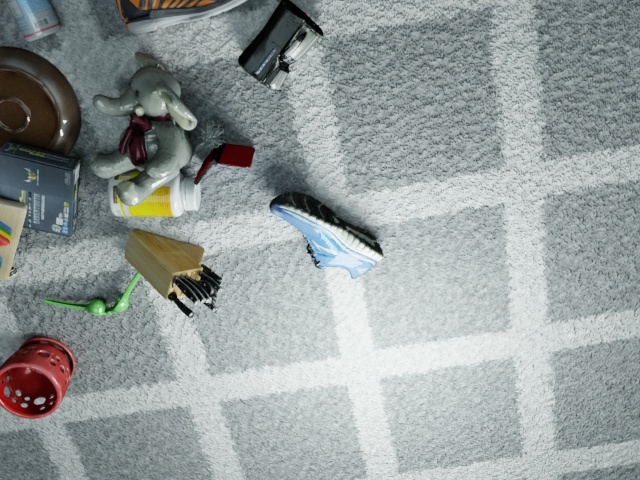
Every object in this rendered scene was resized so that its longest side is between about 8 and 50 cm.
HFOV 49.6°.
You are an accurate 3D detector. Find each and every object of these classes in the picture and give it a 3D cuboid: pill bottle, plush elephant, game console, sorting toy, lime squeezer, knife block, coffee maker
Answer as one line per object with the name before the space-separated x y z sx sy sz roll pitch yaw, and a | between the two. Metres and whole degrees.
pill bottle | -0.656 -0.536 1.552 0.087 0.087 0.160 -15 115 8
plush elephant | -0.397 -0.277 1.591 0.330 0.272 0.255 -27 127 -14
game console | -0.234 -0.184 1.698 0.085 0.144 0.124 36 111 -16
sorting toy | -0.891 0.004 1.717 0.255 0.089 0.257 13 126 -25
lime squeezer | -0.605 0.165 1.914 0.310 0.059 0.110 -17 134 10
pill bottle | -0.416 -0.118 1.746 0.215 0.117 0.117 1 117 0
knife block | -0.387 0.092 1.782 0.275 0.242 0.088 17 115 -8
coffee maker | -0.109 -0.461 1.589 0.171 0.120 0.178 45 109 5

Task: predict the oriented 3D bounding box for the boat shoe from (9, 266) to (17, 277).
boat shoe | -0.896 0.081 1.888 0.137 0.049 0.043 -1 115 6

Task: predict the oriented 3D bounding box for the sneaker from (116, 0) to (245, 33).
sneaker | -0.307 -0.575 1.512 0.321 0.124 0.180 -12 117 6

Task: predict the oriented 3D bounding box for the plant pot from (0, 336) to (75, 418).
plant pot | -0.803 0.377 1.964 0.191 0.174 0.191 0 118 0

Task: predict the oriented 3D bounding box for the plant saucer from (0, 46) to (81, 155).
plant saucer | -0.747 -0.311 1.689 0.310 0.050 0.311 1 117 1

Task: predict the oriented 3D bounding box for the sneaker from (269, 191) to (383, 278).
sneaker | 0.000 0.000 1.801 0.330 0.130 0.147 33 110 -16

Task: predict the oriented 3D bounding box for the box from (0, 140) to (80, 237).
box | -0.708 -0.125 1.744 0.183 0.059 0.233 14 130 -9
